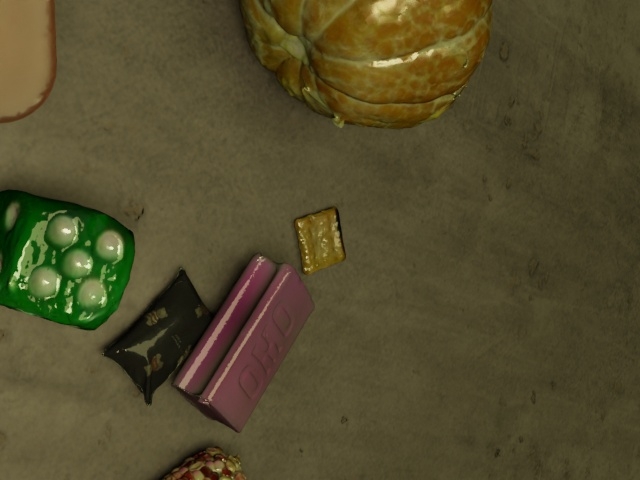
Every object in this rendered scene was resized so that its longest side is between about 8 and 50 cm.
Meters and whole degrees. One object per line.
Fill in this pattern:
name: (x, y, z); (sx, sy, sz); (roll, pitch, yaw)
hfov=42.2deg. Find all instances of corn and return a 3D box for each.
corn: (-0.205, 0.344, 0.986); (0.280, 0.092, 0.092); (-28, 112, -33)

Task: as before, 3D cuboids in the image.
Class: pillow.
pillow: (-0.188, 0.116, 1.001); (0.150, 0.048, 0.090); (-50, 136, -31)

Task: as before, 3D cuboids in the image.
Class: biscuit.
biscuit: (0.000, 0.000, 1.181); (0.081, 0.018, 0.083); (-22, 108, -39)

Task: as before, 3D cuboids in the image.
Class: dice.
dice: (-0.279, 0.021, 0.855); (0.130, 0.128, 0.120); (22, 80, -42)

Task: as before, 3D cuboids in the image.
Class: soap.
soap: (-0.093, 0.130, 1.053); (0.203, 0.065, 0.122); (-58, 151, -20)

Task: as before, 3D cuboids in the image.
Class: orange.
orange: (0.050, -0.287, 0.997); (0.249, 0.329, 0.329); (-44, 121, -21)

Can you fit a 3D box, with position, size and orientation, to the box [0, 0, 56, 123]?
box: (-0.373, -0.271, 0.646); (0.239, 0.229, 0.340); (-11, 110, -41)
